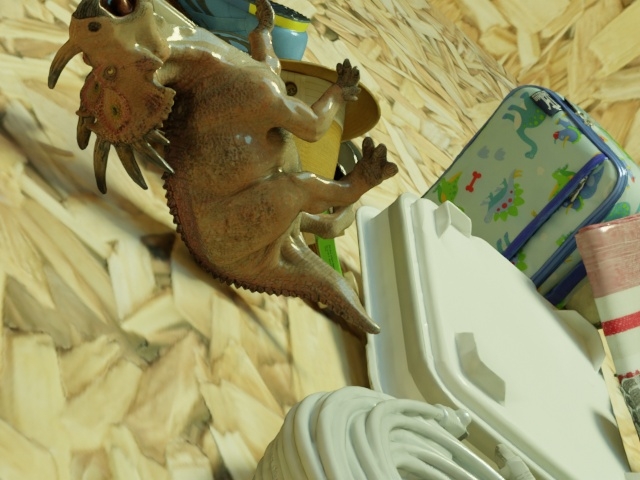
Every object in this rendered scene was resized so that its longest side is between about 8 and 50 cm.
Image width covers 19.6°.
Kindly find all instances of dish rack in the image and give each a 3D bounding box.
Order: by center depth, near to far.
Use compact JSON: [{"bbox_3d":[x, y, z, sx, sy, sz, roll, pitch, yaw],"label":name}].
[{"bbox_3d":[0.154,0.103,1.480,0.285,0.072,0.333,39,21,-22],"label":"dish rack"}]

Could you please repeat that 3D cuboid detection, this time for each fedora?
[{"bbox_3d":[-0.047,-0.078,1.454,0.194,0.194,0.079,24,60,-53],"label":"fedora"}]

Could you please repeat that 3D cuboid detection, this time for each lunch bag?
[{"bbox_3d":[0.193,-0.024,1.740,0.090,0.219,0.176,24,24,-50],"label":"lunch bag"}]

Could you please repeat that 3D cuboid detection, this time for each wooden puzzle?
[{"bbox_3d":[-0.138,-0.202,1.786,0.116,0.014,0.078,39,19,-16],"label":"wooden puzzle"}]

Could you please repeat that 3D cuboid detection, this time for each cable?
[{"bbox_3d":[0.067,0.191,1.051,0.257,0.089,0.257,26,22,-46],"label":"cable"}]

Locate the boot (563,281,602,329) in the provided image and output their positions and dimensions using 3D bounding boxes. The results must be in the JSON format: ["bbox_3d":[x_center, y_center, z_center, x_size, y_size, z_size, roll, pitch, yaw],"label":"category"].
[{"bbox_3d":[0.242,0.006,2.112,0.161,0.083,0.246,27,14,-27],"label":"boot"}]

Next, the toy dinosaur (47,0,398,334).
[{"bbox_3d":[-0.070,-0.052,1.293,0.127,0.200,0.295,4,-62,64],"label":"toy dinosaur"}]

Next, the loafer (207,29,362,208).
[{"bbox_3d":[-0.038,-0.103,1.628,0.220,0.080,0.078,36,15,-25],"label":"loafer"}]

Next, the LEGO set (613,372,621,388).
[{"bbox_3d":[0.347,0.167,2.001,0.083,0.023,0.054,49,15,23],"label":"LEGO set"}]

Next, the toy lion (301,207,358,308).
[{"bbox_3d":[0.000,0.000,1.455,0.096,0.034,0.100,-112,-172,-55],"label":"toy lion"}]

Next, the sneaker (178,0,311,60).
[{"bbox_3d":[-0.100,-0.219,1.864,0.209,0.082,0.069,31,21,35],"label":"sneaker"}]

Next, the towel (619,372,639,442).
[{"bbox_3d":[0.398,0.202,1.486,0.121,0.235,0.283,61,7,-80],"label":"towel"}]

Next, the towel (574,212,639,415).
[{"bbox_3d":[0.344,0.129,1.655,0.237,0.037,0.329,-12,84,-50],"label":"towel"}]
